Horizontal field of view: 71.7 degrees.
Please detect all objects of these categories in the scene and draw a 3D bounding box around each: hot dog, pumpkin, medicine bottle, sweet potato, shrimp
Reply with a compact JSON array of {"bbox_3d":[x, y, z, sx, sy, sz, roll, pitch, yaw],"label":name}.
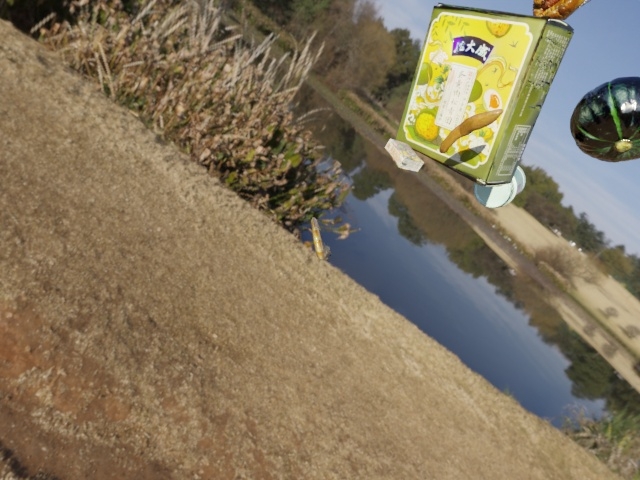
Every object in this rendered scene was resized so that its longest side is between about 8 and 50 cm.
[{"bbox_3d":[0.876,-0.876,1.607,0.075,0.145,0.268,-7,7,-16],"label":"hot dog"},{"bbox_3d":[1.005,-0.387,1.471,0.315,0.315,0.239,31,59,-31],"label":"pumpkin"},{"bbox_3d":[0.716,-0.223,1.772,0.158,0.158,0.318,47,31,14],"label":"medicine bottle"},{"bbox_3d":[0.338,-0.257,1.022,0.044,0.179,0.044,16,62,-33],"label":"sweet potato"},{"bbox_3d":[0.000,0.000,1.715,0.296,0.058,0.169,51,28,-80],"label":"shrimp"}]

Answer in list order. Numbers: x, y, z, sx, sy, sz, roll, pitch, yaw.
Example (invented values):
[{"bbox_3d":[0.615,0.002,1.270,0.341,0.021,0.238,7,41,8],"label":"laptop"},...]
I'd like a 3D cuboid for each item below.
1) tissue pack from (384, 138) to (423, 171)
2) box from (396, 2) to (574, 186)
[{"bbox_3d":[0.195,-0.200,1.039,0.063,0.035,0.083,6,41,-32],"label":"tissue pack"},{"bbox_3d":[0.425,-0.412,1.243,0.138,0.421,0.373,-5,31,-34],"label":"box"}]
